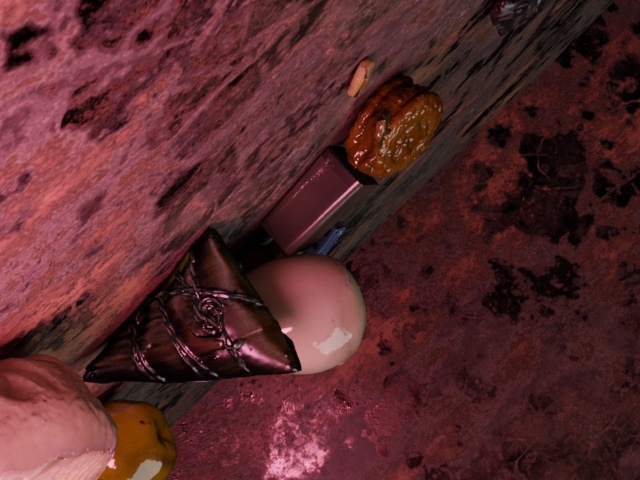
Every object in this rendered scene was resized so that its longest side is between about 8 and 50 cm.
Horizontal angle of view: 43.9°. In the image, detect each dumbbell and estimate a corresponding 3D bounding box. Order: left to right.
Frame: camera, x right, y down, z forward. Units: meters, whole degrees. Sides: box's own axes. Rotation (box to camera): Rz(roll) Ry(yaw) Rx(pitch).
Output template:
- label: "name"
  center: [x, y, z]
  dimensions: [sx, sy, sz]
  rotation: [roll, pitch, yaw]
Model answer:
- label: "dumbbell"
  center: [-0.127, 0.048, 2.019]
  dimensions: [0.092, 0.082, 0.231]
  rotation: [-45, 172, 13]

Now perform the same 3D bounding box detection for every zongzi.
- label: "zongzi"
  center: [-0.243, 0.176, 1.649]
  dimensions: [0.383, 0.319, 0.362]
  rotation: [-27, 178, 18]

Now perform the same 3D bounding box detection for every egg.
- label: "egg"
  center: [-0.059, 0.171, 1.829]
  dimensions: [0.345, 0.283, 0.283]
  rotation: [-6, 156, -20]

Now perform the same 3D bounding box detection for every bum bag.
- label: "bum bag"
  center: [0.527, -0.612, 1.912]
  dimensions: [0.340, 0.095, 0.144]
  rotation: [-44, 157, -16]

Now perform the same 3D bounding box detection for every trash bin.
- label: "trash bin"
  center: [-0.005, -0.089, 1.826]
  dimensions: [0.240, 0.122, 0.164]
  rotation: [-44, 172, 15]

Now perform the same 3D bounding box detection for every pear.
- label: "pear"
  center: [-0.507, 0.533, 1.954]
  dimensions: [0.294, 0.294, 0.294]
  rotation: [-43, 172, -8]

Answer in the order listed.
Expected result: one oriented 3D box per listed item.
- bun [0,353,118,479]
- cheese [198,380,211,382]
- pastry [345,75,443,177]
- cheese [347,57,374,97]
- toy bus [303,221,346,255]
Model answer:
- label: "bun"
  center: [-0.484, 0.307, 1.162]
  dimensions: [0.359, 0.211, 0.360]
  rotation: [-33, 163, -12]
- label: "cheese"
  center: [-0.293, 0.263, 1.815]
  dimensions: [0.156, 0.250, 0.064]
  rotation: [2, 107, -38]
- label: "pastry"
  center: [0.149, -0.248, 1.755]
  dimensions: [0.235, 0.132, 0.240]
  rotation: [-31, 153, -31]
- label: "cheese"
  center: [0.076, -0.302, 1.469]
  dimensions: [0.044, 0.030, 0.083]
  rotation: [-65, -178, -41]
- label: "toy bus"
  center: [0.000, 0.000, 2.441]
  dimensions: [0.167, 0.073, 0.076]
  rotation: [-53, 166, 27]
